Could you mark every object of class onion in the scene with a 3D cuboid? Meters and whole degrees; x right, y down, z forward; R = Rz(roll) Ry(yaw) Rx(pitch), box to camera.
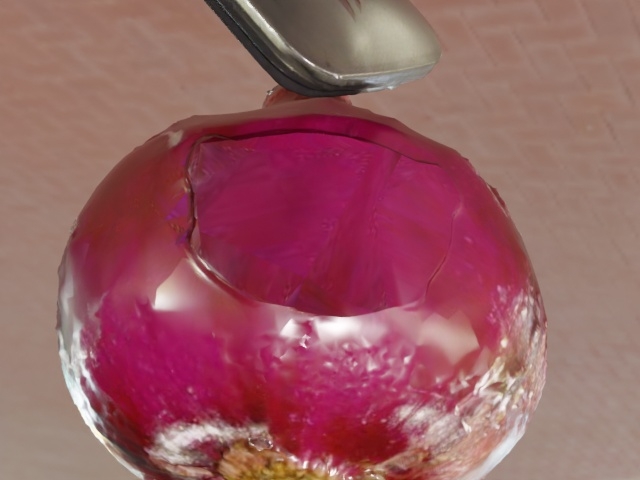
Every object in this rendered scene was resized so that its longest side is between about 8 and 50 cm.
[{"bbox_3d":[0.000,0.000,0.525,0.195,0.218,0.140,13,145,-9],"label":"onion"}]

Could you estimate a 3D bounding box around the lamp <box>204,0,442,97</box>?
[{"bbox_3d":[0.073,-0.133,0.422,0.124,0.203,0.283,-30,168,-43],"label":"lamp"}]
